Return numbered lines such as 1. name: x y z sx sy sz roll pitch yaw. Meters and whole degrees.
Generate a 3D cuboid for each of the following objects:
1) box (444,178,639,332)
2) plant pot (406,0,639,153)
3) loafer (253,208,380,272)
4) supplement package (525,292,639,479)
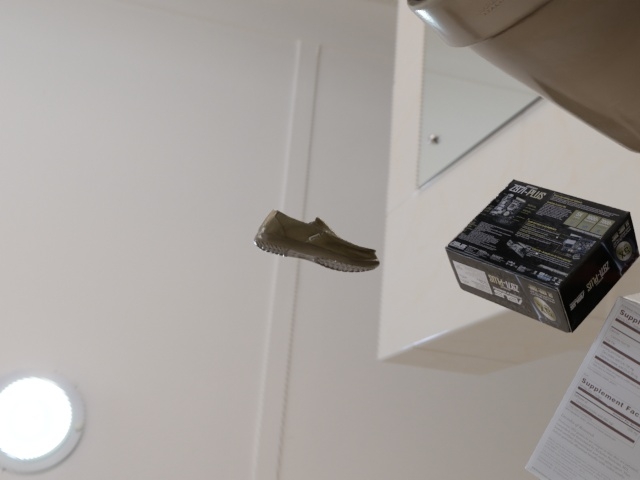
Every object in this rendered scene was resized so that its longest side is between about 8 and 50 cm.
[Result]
1. box: 0.273 0.014 1.178 0.147 0.180 0.077 -43 -51 -22
2. plant pot: 0.294 -0.246 0.938 0.280 0.323 0.323 44 -115 -15
3. loafer: 0.000 0.000 1.079 0.148 0.056 0.050 15 -103 -14
4. supplement package: 0.377 0.199 1.140 0.134 0.139 0.244 32 -74 29
